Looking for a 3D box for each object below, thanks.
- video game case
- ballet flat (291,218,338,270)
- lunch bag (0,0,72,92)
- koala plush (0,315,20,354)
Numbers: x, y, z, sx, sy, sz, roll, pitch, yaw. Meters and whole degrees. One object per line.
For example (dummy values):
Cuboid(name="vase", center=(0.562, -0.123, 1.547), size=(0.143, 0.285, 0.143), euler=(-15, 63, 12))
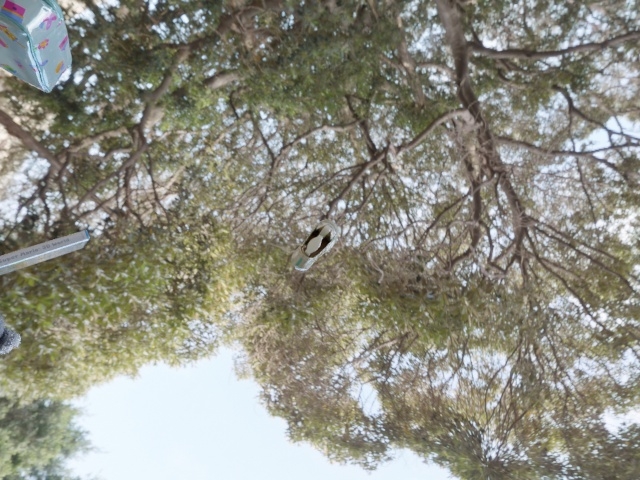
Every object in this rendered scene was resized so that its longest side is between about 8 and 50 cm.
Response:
Cuboid(name="video game case", center=(-0.409, 0.027, 0.574), size=(0.166, 0.015, 0.119), euler=(-24, -173, -34))
Cuboid(name="ballet flat", center=(0.000, 0.000, 0.863), size=(0.057, 0.052, 0.168), euler=(36, -134, 0))
Cuboid(name="lunch bag", center=(-0.606, -0.422, 0.796), size=(0.108, 0.224, 0.279), euler=(-63, -162, -19))
Cuboid(name="koala plush", center=(-0.787, 0.226, 0.911), size=(0.203, 0.196, 0.221), euler=(-16, -159, 30))
